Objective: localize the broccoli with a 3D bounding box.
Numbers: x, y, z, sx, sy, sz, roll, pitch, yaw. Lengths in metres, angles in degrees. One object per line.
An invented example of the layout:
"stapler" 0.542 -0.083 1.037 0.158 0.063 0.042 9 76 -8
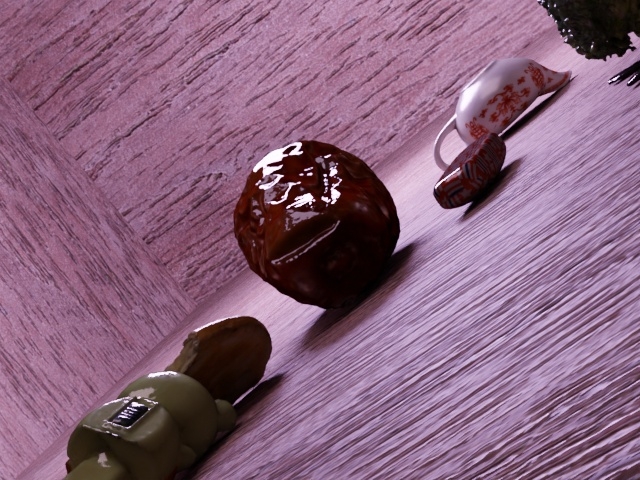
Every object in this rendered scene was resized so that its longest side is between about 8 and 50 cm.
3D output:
"broccoli" 0.364 -0.401 1.873 0.302 0.249 0.375 -31 -40 -9

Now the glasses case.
"glasses case" 0.193 -0.086 1.958 0.073 0.049 0.194 -37 5 25

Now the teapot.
"teapot" 0.263 -0.202 2.385 0.245 0.116 0.159 -45 14 5

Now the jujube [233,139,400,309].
"jujube" -0.005 -0.013 2.021 0.216 0.216 0.342 -40 17 5

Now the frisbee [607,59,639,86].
"frisbee" 0.396 -0.223 1.863 0.211 0.012 0.187 -42 3 -31

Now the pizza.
"pizza" -0.150 0.184 1.856 0.262 0.034 0.181 -51 -27 19

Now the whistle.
"whistle" -0.196 0.222 1.651 0.288 0.131 0.106 -43 -38 -55
